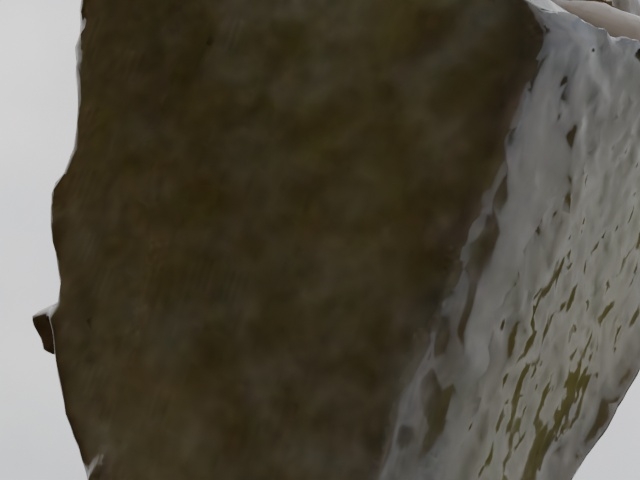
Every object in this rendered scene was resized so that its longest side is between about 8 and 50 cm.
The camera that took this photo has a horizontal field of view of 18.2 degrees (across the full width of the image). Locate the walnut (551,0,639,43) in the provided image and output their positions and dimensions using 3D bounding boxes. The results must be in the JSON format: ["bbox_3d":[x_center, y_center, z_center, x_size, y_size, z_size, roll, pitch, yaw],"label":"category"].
[{"bbox_3d":[0.036,-0.029,1.050,0.306,0.306,0.344,36,-46,-4],"label":"walnut"}]

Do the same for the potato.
[{"bbox_3d":[0.009,0.019,0.762,0.211,0.264,0.189,14,-9,30],"label":"potato"}]
